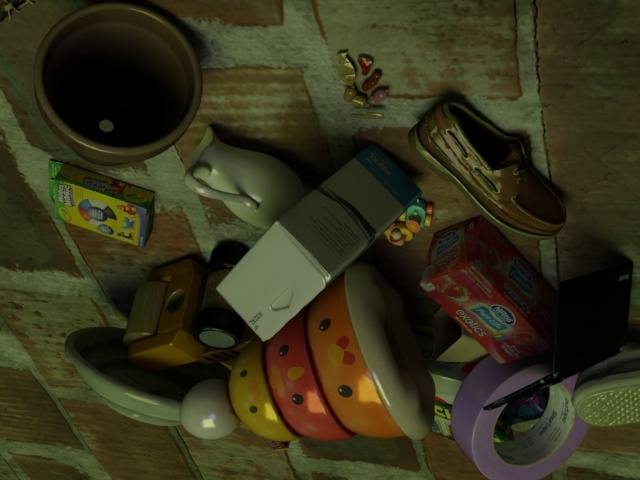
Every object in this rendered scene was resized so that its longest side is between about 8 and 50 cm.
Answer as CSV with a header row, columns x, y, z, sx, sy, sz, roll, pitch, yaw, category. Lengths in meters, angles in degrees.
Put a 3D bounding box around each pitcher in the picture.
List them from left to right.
x,y,z,sx,sy,sz,roll,pitch,yaw,category
-0.137,-0.093,1.797,0.207,0.177,0.125,30,121,-11,pitcher

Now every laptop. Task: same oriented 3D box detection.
x,y,z,sx,sy,sz,roll,pitch,yaw,category
0.417,0.169,1.798,0.264,0.234,0.136,-38,69,44,laptop

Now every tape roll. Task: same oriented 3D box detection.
x,y,z,sx,sy,sz,roll,pitch,yaw,category
0.396,0.341,2.016,0.275,0.090,0.274,-9,116,-20,tape roll

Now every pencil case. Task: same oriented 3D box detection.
x,y,z,sx,sy,sz,roll,pitch,yaw,category
0.418,0.354,2.171,0.070,0.064,0.152,30,141,-33,pencil case

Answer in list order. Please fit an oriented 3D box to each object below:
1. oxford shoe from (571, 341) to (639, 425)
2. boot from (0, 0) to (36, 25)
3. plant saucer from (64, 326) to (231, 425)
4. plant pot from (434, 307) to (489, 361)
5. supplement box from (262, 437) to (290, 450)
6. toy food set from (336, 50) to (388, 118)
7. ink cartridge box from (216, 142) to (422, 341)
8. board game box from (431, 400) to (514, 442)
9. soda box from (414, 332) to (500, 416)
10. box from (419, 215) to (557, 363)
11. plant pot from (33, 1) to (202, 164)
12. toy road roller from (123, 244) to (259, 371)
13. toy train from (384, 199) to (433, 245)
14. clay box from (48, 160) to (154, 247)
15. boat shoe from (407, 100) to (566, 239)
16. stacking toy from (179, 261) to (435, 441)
x,y,z,sx,sy,sz,roll,pitch,yaw,category
0.686,0.241,1.895,0.449,0.130,0.169,-8,131,9,oxford shoe
-0.468,-0.375,1.583,0.262,0.203,0.095,10,141,14,boot
-0.365,0.307,2.210,0.400,0.400,0.100,20,99,-1,plant saucer
0.289,0.176,1.996,0.096,0.109,0.109,16,142,-17,plant pot
-0.111,0.474,2.537,0.043,0.055,0.083,-15,130,33,supplement box
0.071,-0.253,1.652,0.078,0.019,0.122,5,131,17,toy food set
0.000,0.000,1.718,0.129,0.307,0.223,47,135,2,ink cartridge box
0.303,0.398,2.235,0.260,0.030,0.136,16,142,36,board game box
0.249,0.270,2.123,0.286,0.091,0.098,14,141,6,soda box
0.312,0.093,1.863,0.123,0.128,0.257,-23,125,39,box
-0.344,-0.225,1.698,0.263,0.263,0.229,27,157,-9,plant pot
-0.220,0.174,2.128,0.330,0.202,0.240,-16,140,33,toy road roller
0.125,-0.037,1.855,0.125,0.046,0.166,37,138,-20,toy train
-0.444,-0.073,2.043,0.222,0.053,0.127,17,140,2,clay box
0.288,-0.109,1.654,0.307,0.110,0.104,31,140,-14,boat shoe
-0.049,0.277,1.951,0.480,0.350,0.350,-23,128,13,stacking toy
